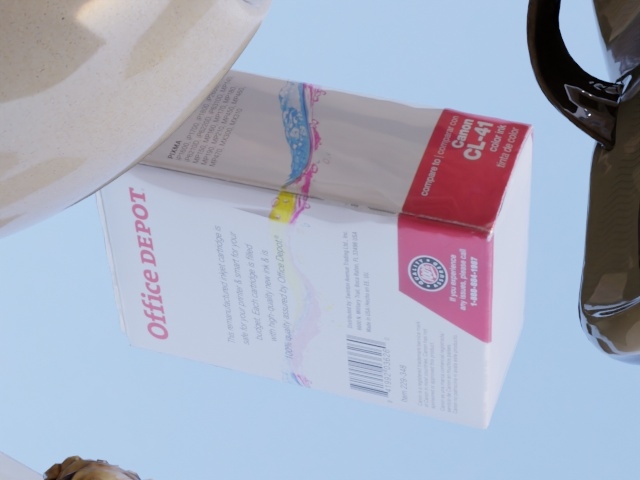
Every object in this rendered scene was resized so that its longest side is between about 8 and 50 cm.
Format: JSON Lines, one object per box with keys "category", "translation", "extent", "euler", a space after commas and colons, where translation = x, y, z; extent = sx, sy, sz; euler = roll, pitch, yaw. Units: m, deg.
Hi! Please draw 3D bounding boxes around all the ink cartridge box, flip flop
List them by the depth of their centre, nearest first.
{"category": "flip flop", "translation": [0.118, -0.075, 0.754], "extent": [0.112, 0.080, 0.277], "euler": [-44, -155, 45]}
{"category": "ink cartridge box", "translation": [0.000, 0.000, 1.524], "extent": [0.306, 0.226, 0.131], "euler": [14, -131, 15]}

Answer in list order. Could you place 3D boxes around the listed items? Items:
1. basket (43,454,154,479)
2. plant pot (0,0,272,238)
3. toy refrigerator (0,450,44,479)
{"category": "basket", "translation": [-0.003, 0.232, 0.671], "extent": [0.223, 0.299, 0.213], "euler": [-129, -118, -83]}
{"category": "plant pot", "translation": [-0.133, -0.152, 0.996], "extent": [0.191, 0.284, 0.284], "euler": [-13, -121, 16]}
{"category": "toy refrigerator", "translation": [-0.257, 0.185, 1.321], "extent": [0.269, 0.094, 0.102], "euler": [25, -83, 30]}
